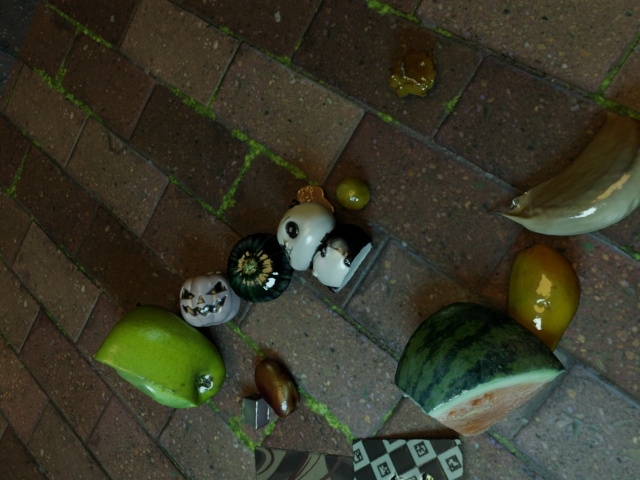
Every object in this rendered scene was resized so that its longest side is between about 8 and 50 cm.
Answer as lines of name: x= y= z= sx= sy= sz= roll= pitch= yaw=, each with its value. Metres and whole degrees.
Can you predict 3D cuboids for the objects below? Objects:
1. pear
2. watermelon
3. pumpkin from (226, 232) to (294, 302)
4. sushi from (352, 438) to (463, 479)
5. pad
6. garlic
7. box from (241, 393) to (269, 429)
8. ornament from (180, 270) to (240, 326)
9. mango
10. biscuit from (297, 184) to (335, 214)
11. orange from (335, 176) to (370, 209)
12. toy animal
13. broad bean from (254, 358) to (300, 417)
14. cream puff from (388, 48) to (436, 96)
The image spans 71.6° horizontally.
pear: x=-0.422 y=0.343 z=1.282 sx=0.317 sy=0.342 sz=0.239 roll=23 pitch=64 yaw=5
watermelon: x=0.329 y=0.305 z=0.928 sx=0.283 sy=0.250 sz=0.293 roll=-32 pitch=92 yaw=-18
pumpkin: x=-0.170 y=0.075 z=1.241 sx=0.201 sy=0.140 sz=0.202 roll=-3 pitch=82 yaw=18
sushi: x=0.218 y=0.631 z=1.074 sx=0.293 sy=0.059 sz=0.293 roll=-13 pitch=67 yaw=34
pad: x=-0.042 y=0.695 z=1.227 sx=0.329 sy=0.004 sz=0.220 roll=-7 pitch=85 yaw=25
garlic: x=0.547 y=-0.099 z=0.938 sx=0.338 sy=0.151 sz=0.196 roll=-45 pitch=43 yaw=24
box: x=-0.188 y=0.489 z=1.279 sx=0.063 sy=0.060 sz=0.085 roll=1 pitch=89 yaw=30
ornament: x=-0.323 y=0.164 z=1.295 sx=0.177 sy=0.177 sz=0.178 roll=-1 pitch=87 yaw=25
mango: x=0.475 y=0.134 z=0.951 sx=0.138 sy=0.113 sz=0.254 roll=4 pitch=91 yaw=26
biscuit: x=-0.013 y=-0.084 z=1.241 sx=0.118 sy=0.023 sz=0.140 roll=5 pitch=90 yaw=23
orange: x=0.082 y=-0.125 z=1.166 sx=0.095 sy=0.085 sz=0.085 roll=39 pitch=104 yaw=19
toy animal: x=-0.001 y=0.006 z=1.137 sx=0.235 sy=0.165 sz=0.187 roll=31 pitch=134 yaw=8
broad bean: x=-0.125 y=0.408 z=1.239 sx=0.165 sy=0.084 sz=0.114 roll=37 pitch=106 yaw=28
cream puff: x=0.232 y=-0.410 z=1.108 sx=0.122 sy=0.094 sz=0.116 roll=-28 pitch=78 yaw=-2
